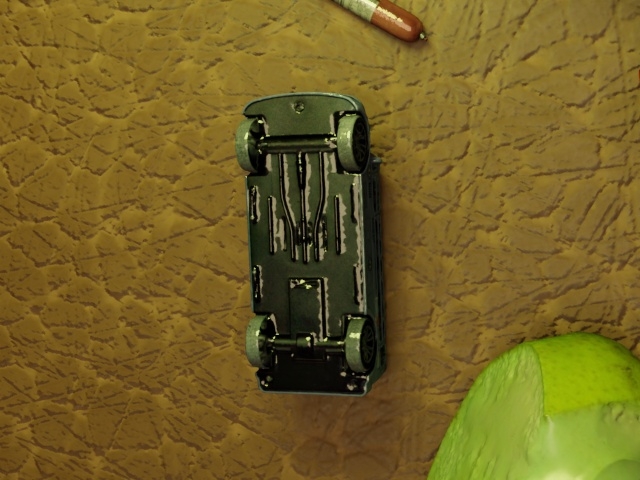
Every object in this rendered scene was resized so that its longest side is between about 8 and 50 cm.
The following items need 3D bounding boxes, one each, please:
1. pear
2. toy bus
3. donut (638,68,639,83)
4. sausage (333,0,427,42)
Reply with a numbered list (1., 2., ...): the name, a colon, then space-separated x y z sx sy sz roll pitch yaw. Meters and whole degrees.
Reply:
1. pear: 0.220 0.227 1.233 0.176 0.286 0.281 22 75 -12
2. toy bus: 0.000 0.000 1.307 0.125 0.133 0.292 0 97 20
3. donut: 0.413 -0.135 1.154 0.270 0.103 0.269 -4 55 6
4. sausage: 0.013 -0.258 1.334 0.223 0.029 0.029 32 101 10
